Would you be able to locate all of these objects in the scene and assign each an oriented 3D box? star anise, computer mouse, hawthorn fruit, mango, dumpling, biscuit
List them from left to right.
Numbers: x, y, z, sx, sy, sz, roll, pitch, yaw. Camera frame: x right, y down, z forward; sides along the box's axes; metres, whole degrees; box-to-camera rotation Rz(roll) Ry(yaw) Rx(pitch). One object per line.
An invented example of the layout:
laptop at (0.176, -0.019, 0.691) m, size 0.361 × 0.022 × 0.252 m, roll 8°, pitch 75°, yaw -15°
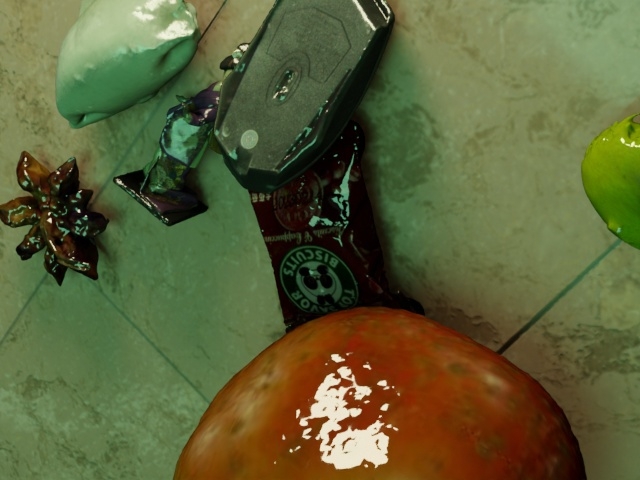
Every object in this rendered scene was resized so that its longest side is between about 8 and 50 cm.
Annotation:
star anise at (-0.302, -0.025, 1.270) m, size 0.168 × 0.057 × 0.168 m, roll 9°, pitch 107°, yaw 33°
dumpling at (-0.197, -0.201, 1.130) m, size 0.105 × 0.149 × 0.216 m, roll 34°, pitch 129°, yaw -27°
computer mouse at (-0.011, -0.148, 1.042) m, size 0.126 × 0.071 × 0.231 m, roll 31°, pitch 94°, yaw 31°
biscuit at (0.005, -0.002, 1.106) m, size 0.151 × 0.063 × 0.235 m, roll -9°, pitch 106°, yaw 35°
hawthorn fruit at (0.031, 0.279, 1.000) m, size 0.403 × 0.403 × 0.403 m, roll 10°, pitch 113°, yaw 25°
mango at (0.293, -0.030, 0.902) m, size 0.178 × 0.119 × 0.100 m, roll 30°, pitch 98°, yaw 16°

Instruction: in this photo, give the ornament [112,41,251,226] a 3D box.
ornament at (-0.127, -0.114, 1.123) m, size 0.088 × 0.081 × 0.203 m, roll 40°, pitch 122°, yaw 9°
